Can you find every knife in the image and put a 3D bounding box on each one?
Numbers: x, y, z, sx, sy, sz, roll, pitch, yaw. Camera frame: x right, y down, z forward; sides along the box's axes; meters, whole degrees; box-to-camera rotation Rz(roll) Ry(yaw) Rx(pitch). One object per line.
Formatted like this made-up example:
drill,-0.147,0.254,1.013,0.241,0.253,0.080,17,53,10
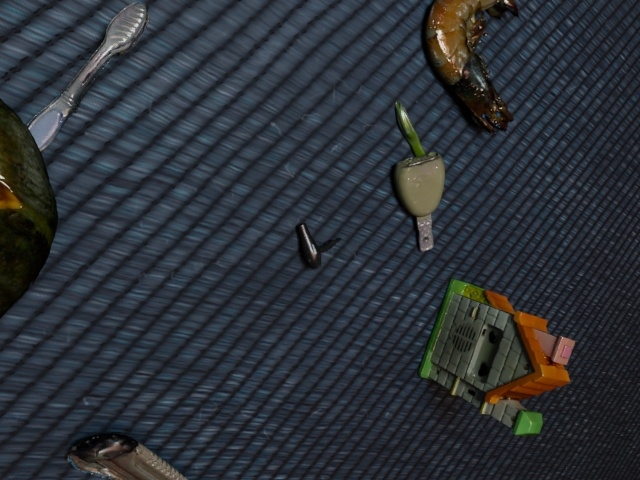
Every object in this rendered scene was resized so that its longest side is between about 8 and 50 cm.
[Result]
knife,0.176,-0.171,0.859,0.184,0.022,0.026,58,41,-26
knife,-0.232,0.392,0.733,0.089,0.043,0.365,-29,122,14

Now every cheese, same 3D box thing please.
cheese,0.190,-0.065,0.877,0.097,0.037,0.192,-16,117,-8

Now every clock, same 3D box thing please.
clock,0.342,0.219,0.907,0.106,0.255,0.219,18,92,-33

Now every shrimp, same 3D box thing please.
shrimp,0.312,-0.349,0.879,0.222,0.054,0.290,-46,116,-14

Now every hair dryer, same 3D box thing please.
hair dryer,0.000,0.000,0.795,0.083,0.031,0.079,-26,105,-38

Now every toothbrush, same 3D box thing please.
toothbrush,-0.334,-0.123,0.557,0.035,0.042,0.413,38,82,-15

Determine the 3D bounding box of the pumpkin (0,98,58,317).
pumpkin,-0.405,-0.036,0.401,0.320,0.192,0.320,16,60,-29
